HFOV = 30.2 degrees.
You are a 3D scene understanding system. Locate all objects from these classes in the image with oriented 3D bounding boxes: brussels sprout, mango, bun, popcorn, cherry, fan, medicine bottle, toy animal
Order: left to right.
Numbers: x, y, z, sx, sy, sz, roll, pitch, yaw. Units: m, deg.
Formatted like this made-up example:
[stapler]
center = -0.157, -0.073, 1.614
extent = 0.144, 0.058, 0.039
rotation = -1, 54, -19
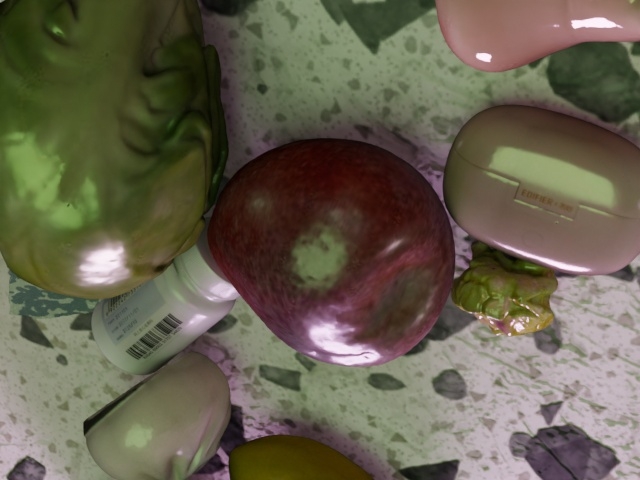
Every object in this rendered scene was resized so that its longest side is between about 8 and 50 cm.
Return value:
[fan]
center = -0.293, 0.044, 1.339
extent = 0.131, 0.009, 0.240
rotation = 23, 144, -22
[brussels sprout]
center = -0.205, -0.101, 1.113
extent = 0.247, 0.328, 0.328
rotation = 4, 121, -10
[bun]
center = -0.171, 0.210, 1.324
extent = 0.173, 0.173, 0.120
rotation = -38, 84, 32
[medicine bottle]
center = -0.158, 0.061, 1.284
extent = 0.103, 0.103, 0.187
rotation = 46, 122, -7
[cherry]
center = 0.010, -0.002, 1.138
extent = 0.206, 0.239, 0.239
rotation = -42, 99, 1
[mango]
center = 0.025, 0.365, 1.360
extent = 0.195, 0.142, 0.331
rotation = -14, 108, 21
[popcorn]
center = 0.181, 0.050, 1.165
extent = 0.097, 0.109, 0.089
rotation = 19, 93, -31
[toy animal]
center = 0.226, -0.250, 0.923
extent = 0.326, 0.269, 0.237
rotation = -12, 117, -10

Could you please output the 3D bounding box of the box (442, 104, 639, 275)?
[box]
center = 0.214, -0.047, 1.102
extent = 0.200, 0.088, 0.146
rotation = 19, 121, 8
